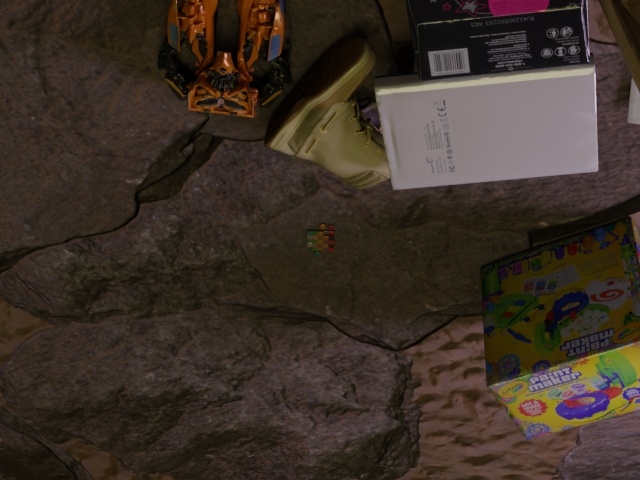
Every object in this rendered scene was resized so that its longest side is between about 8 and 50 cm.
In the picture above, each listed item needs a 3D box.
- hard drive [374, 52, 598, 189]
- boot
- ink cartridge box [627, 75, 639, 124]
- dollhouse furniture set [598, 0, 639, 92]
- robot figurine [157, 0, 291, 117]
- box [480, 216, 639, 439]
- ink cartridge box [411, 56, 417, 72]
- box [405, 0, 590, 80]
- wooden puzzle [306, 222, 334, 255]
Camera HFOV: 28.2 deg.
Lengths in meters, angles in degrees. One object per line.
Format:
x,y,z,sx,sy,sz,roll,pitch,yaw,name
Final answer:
0.254,-0.175,1.928,0.318,0.040,0.210,-5,135,9,hard drive
0.059,-0.192,2.015,0.203,0.095,0.262,27,133,-22,boot
0.600,-0.251,1.953,0.232,0.066,0.189,14,133,22,ink cartridge box
0.443,-0.357,1.652,0.256,0.362,0.394,-30,156,28,dollhouse furniture set
-0.145,-0.298,1.928,0.211,0.085,0.291,6,136,-1,robot figurine
0.447,0.153,2.212,0.290,0.279,0.177,-19,131,23,box
0.243,-0.212,1.986,0.217,0.092,0.159,5,135,-4,ink cartridge box
0.252,-0.340,1.819,0.247,0.142,0.163,-4,136,10,box
0.000,0.000,2.279,0.049,0.006,0.083,3,136,1,wooden puzzle
